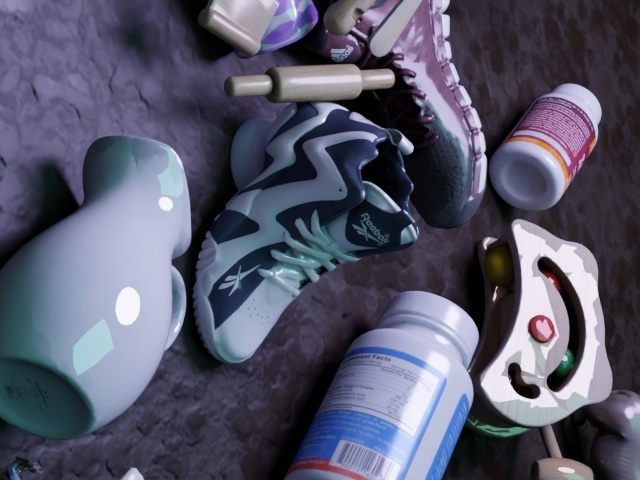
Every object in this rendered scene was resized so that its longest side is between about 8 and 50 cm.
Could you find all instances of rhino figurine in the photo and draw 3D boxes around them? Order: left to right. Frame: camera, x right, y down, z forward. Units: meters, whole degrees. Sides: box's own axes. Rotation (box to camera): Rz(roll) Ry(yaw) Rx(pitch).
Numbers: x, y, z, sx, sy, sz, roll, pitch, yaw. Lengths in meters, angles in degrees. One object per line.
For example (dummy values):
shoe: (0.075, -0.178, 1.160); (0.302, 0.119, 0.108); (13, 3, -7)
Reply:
rhino figurine: (0.332, 0.277, 1.581); (0.073, 0.106, 0.243); (-14, 97, -51)

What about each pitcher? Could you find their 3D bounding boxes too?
pitcher: (-0.152, 0.054, 1.005); (0.207, 0.125, 0.178); (-69, 151, -45)

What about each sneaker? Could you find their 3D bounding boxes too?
sneaker: (0.000, 0.000, 1.137); (0.094, 0.153, 0.235); (45, 67, -41)
sneaker: (0.053, -0.144, 1.301); (0.162, 0.106, 0.281); (-5, 80, -46)

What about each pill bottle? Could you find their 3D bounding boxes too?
pill bottle: (0.062, 0.157, 1.244); (0.124, 0.124, 0.221); (55, 48, -32)
pill bottle: (0.250, -0.106, 1.537); (0.152, 0.086, 0.086); (-50, 123, -41)

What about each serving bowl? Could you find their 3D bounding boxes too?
serving bowl: (-0.040, -0.067, 1.218); (0.083, 0.027, 0.083); (7, 81, -50)

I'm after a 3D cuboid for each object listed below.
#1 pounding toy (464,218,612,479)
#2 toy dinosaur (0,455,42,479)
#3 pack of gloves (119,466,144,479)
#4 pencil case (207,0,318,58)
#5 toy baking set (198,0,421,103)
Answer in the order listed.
pounding toy: (0.193, 0.128, 1.456); (0.154, 0.155, 0.270); (3, 72, -23)
toy dinosaur: (-0.219, 0.192, 0.974); (0.090, 0.047, 0.082); (28, 70, -10)
pack of gloves: (-0.158, 0.307, 0.975); (0.232, 0.046, 0.195); (-49, 139, -42)
pencil case: (-0.072, -0.253, 1.161); (0.088, 0.086, 0.206); (-76, 147, -63)
toy baking set: (0.024, -0.203, 1.144); (0.256, 0.030, 0.197); (-2, 118, -35)
